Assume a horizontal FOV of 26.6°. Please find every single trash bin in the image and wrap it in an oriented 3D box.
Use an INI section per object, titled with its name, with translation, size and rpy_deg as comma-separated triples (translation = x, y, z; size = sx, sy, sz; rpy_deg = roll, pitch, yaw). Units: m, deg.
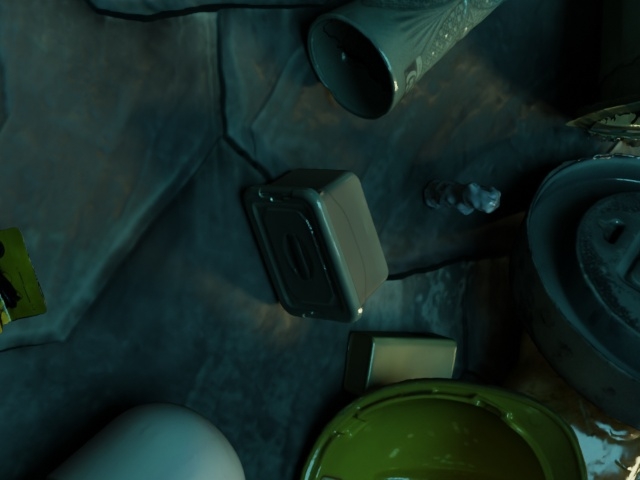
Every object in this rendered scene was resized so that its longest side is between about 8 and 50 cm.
[trash bin]
translation = 0.069, 0.112, 1.193
size = 0.092, 0.043, 0.061
rpy_deg = 6, 94, -36

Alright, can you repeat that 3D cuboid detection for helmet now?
[helmet]
translation = 0.118, 0.225, 1.154
size = 0.140, 0.256, 0.205
rpy_deg = 27, 58, -63

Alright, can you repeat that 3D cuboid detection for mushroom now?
[mushroom]
translation = 0.271, 0.160, 1.287
size = 0.278, 0.146, 0.278
rpy_deg = 0, 90, -37

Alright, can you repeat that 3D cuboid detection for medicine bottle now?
[medicine bottle]
translation = -0.194, 0.252, 0.966
size = 0.341, 0.130, 0.130
rpy_deg = -41, 119, -23

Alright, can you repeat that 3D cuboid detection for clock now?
[clock]
translation = 0.318, 0.050, 1.226
size = 0.312, 0.313, 0.061
rpy_deg = -16, 146, -34

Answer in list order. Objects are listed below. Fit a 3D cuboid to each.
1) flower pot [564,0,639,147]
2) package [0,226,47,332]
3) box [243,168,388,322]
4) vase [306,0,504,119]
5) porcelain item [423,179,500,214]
[flower pot]
translation = 0.366, -0.228, 1.231
size = 0.290, 0.290, 0.259
rpy_deg = 0, 88, -36
[package]
translation = -0.262, 0.044, 0.933
size = 0.131, 0.047, 0.071
rpy_deg = -30, 112, -31
[box]
translation = 0.000, 0.000, 1.097
size = 0.062, 0.089, 0.122
rpy_deg = -36, 118, -37
[vase]
translation = 0.097, -0.197, 1.133
size = 0.219, 0.096, 0.096
rpy_deg = -39, 118, -28
[porcelain item]
translation = 0.125, -0.037, 1.183
size = 0.036, 0.083, 0.028
rpy_deg = 16, 86, -33
